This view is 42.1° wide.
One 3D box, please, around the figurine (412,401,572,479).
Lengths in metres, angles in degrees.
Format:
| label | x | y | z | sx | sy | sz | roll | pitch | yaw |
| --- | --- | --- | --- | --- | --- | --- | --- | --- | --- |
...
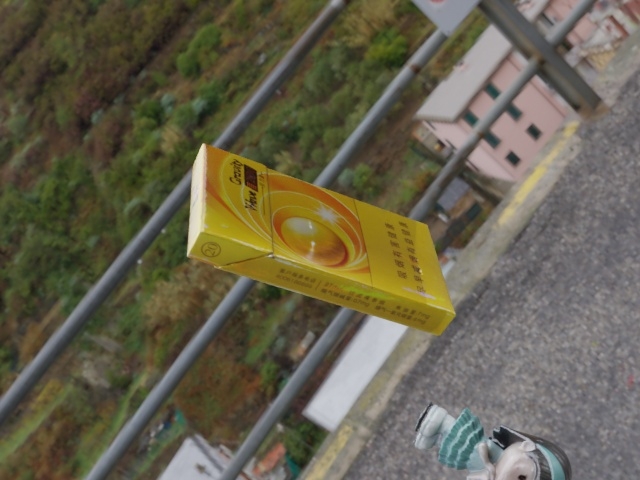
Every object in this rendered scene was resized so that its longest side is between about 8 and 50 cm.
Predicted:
| label | x | y | z | sx | sy | sz | roll | pitch | yaw |
| --- | --- | --- | --- | --- | --- | --- | --- | --- | --- |
| figurine | 0.112 | 0.146 | 0.548 | 0.047 | 0.106 | 0.060 | -33 | -37 | -60 |

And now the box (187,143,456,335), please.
| label | x | y | z | sx | sy | sz | roll | pitch | yaw |
| --- | --- | --- | --- | --- | --- | --- | --- | --- | --- |
| box | 0.000 | 0.000 | 0.833 | 0.043 | 0.269 | 0.152 | -60 | 22 | 31 |
